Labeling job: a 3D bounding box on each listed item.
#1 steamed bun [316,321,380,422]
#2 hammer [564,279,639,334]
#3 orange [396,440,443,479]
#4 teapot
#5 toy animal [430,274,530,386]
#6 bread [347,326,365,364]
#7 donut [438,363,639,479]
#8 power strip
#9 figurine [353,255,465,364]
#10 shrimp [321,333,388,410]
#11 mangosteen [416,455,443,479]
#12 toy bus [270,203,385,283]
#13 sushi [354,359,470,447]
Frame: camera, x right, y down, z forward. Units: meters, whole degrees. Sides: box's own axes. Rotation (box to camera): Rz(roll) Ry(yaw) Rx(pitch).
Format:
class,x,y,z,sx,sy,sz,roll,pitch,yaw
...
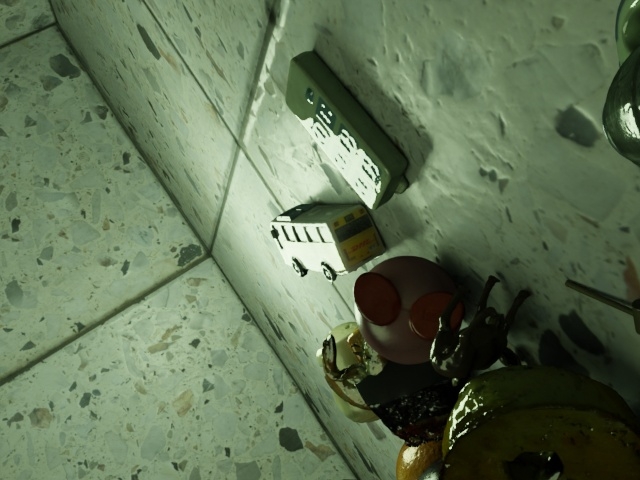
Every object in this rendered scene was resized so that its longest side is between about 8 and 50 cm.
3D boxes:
class,x,y,z,sx,sy,sz,roll,pitch,yaw
steamed bun,0.088,0.293,1.355,0.226,0.170,0.200,55,167,9
hammer,0.308,0.064,0.651,0.110,0.019,0.036,36,153,59
orange,0.245,0.467,1.215,0.206,0.206,0.206,49,160,24
teapot,0.235,-0.106,0.410,0.149,0.111,0.108,52,176,-2
toy animal,0.216,0.142,0.820,0.093,0.214,0.186,27,116,42
bread,0.149,0.245,1.220,0.200,0.116,0.077,54,-174,9
donut,0.269,0.255,0.757,0.107,0.271,0.272,-79,-25,-51
power strip,0.032,-0.169,0.921,0.270,0.046,0.118,53,162,15
figurine,0.136,0.106,0.933,0.173,0.173,0.173,49,160,24
shrimp,0.075,0.190,1.173,0.169,0.058,0.296,7,105,25
mangosteen,0.279,0.494,0.933,0.307,0.306,0.347,172,100,-70
toy bus,0.000,0.000,1.201,0.138,0.097,0.342,64,160,-14
sushi,0.182,0.284,1.085,0.150,0.172,0.153,56,178,-28
